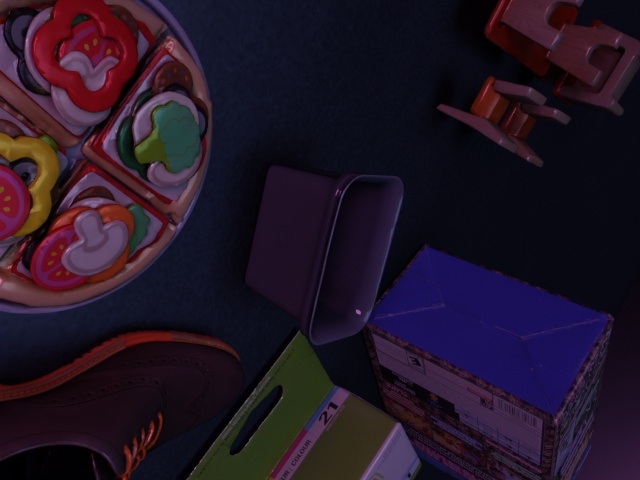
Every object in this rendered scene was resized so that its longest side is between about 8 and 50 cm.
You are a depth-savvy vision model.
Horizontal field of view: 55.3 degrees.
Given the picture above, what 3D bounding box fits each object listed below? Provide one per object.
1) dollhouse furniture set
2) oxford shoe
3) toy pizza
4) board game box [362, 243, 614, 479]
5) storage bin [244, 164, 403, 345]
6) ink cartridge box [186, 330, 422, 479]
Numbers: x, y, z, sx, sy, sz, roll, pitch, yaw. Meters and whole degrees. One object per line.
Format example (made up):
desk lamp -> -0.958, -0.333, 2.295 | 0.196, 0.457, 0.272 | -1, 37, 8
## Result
dollhouse furniture set -> 0.265, -0.228, 0.694 | 0.259, 0.135, 0.262 | 9, 114, -48
oxford shoe -> -0.137, 0.127, 0.382 | 0.271, 0.098, 0.097 | -9, 116, -51
toy pizza -> -0.134, -0.049, 0.345 | 0.201, 0.032, 0.201 | -30, 131, -41
board game box -> 0.202, 0.183, 0.748 | 0.141, 0.232, 0.291 | -46, 141, -27
storage bin -> 0.000, 0.000, 0.499 | 0.098, 0.091, 0.135 | -5, 114, -52
ink cartridge box -> -0.004, 0.242, 0.629 | 0.189, 0.097, 0.255 | -51, 143, -21
